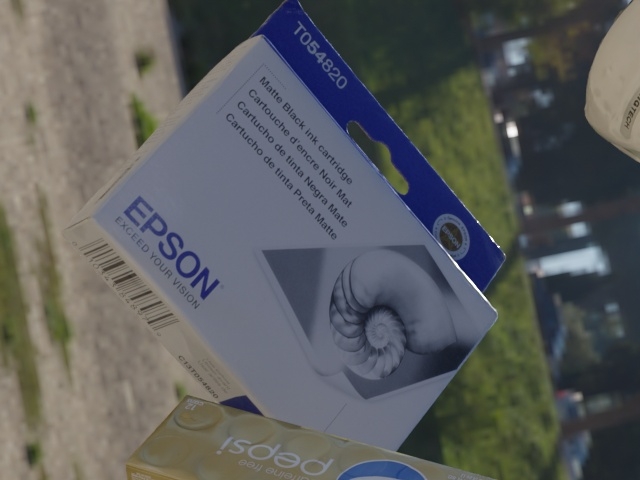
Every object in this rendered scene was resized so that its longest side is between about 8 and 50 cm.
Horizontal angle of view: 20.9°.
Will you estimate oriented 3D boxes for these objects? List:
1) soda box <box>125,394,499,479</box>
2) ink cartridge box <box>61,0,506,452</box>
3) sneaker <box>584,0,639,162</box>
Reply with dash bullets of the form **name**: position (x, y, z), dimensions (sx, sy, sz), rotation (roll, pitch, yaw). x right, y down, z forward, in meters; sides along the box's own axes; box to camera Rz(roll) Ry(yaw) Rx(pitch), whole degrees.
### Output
- **soda box**: position (0.001, 0.132, 0.819), dimensions (0.061, 0.181, 0.058), rotation (-48, 144, -49)
- **ink cartridge box**: position (0.000, 0.000, 0.986), dimensions (0.223, 0.224, 0.045), rotation (49, -33, -15)
- **sneaker**: position (0.244, -0.036, 0.624), dimensions (0.110, 0.292, 0.118), rotation (101, -25, -45)
